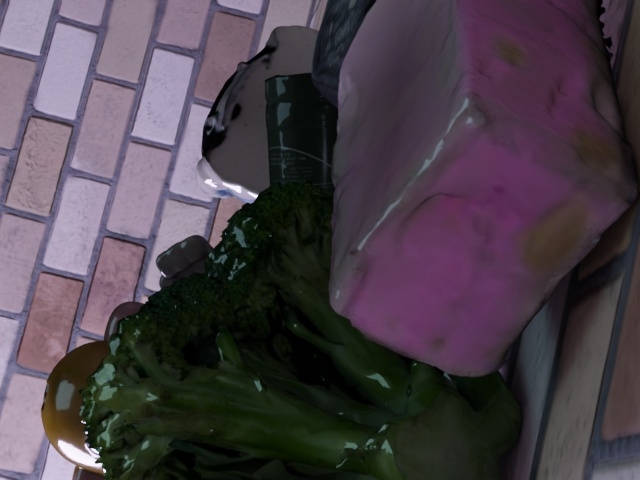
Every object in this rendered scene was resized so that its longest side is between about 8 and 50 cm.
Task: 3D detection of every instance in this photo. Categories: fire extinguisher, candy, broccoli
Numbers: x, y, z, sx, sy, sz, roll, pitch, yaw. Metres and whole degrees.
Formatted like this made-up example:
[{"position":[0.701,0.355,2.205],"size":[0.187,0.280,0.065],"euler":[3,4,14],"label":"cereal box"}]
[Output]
[{"position":[0.000,0.000,1.619],"size":[0.114,0.095,0.311],"euler":[1,97,53],"label":"fire extinguisher"},{"position":[0.085,-0.061,0.998],"size":[0.155,0.116,0.265],"euler":[-53,18,29],"label":"candy"},{"position":[-0.005,0.117,1.040],"size":[0.245,0.265,0.294],"euler":[-6,55,44],"label":"broccoli"}]

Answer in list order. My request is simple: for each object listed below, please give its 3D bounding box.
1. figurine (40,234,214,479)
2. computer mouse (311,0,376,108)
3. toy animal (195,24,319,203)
[{"position":[-0.131,0.180,1.736],"size":[0.167,0.285,0.342],"euler":[116,169,-70],"label":"figurine"},{"position":[0.093,-0.167,1.319],"size":[0.374,0.114,0.203],"euler":[-166,94,-77],"label":"computer mouse"},{"position":[-0.021,-0.104,1.873],"size":[0.208,0.204,0.156],"euler":[-64,-19,-21],"label":"toy animal"}]
